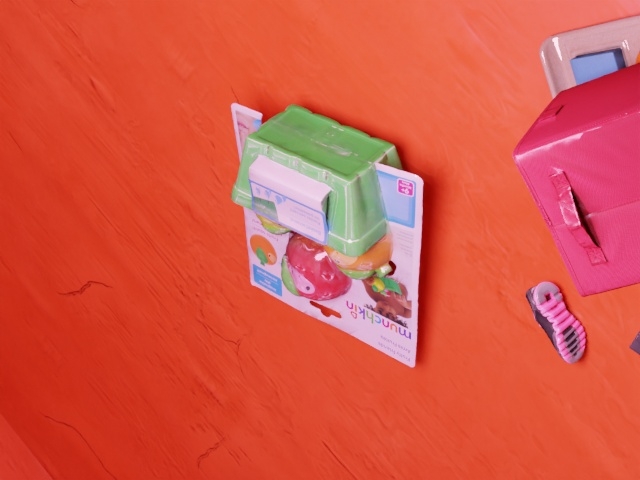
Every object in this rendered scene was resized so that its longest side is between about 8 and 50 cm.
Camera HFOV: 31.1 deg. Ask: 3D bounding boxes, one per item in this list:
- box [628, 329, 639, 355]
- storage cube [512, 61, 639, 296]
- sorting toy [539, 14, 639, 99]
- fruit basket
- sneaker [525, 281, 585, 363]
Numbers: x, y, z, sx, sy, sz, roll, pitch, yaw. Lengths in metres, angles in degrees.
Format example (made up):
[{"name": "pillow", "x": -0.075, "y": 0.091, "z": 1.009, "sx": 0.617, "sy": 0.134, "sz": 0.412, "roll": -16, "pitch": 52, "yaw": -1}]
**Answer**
[{"name": "box", "x": 0.427, "y": 0.113, "z": 1.398, "sx": 0.062, "sy": 0.083, "sz": 0.052, "roll": 37, "pitch": 134, "yaw": 20}, {"name": "storage cube", "x": 0.349, "y": -0.081, "z": 1.216, "sx": 0.193, "sy": 0.215, "sz": 0.184, "roll": -18, "pitch": 107, "yaw": 37}, {"name": "sorting toy", "x": 0.390, "y": -0.108, "z": 1.334, "sx": 0.229, "sy": 0.041, "sz": 0.307, "roll": -7, "pitch": 109, "yaw": 44}, {"name": "fruit basket", "x": 0.000, "y": 0.000, "z": 1.663, "sx": 0.327, "sy": 0.165, "sz": 0.353, "roll": 26, "pitch": 132, "yaw": 29}, {"name": "sneaker", "x": 0.311, "y": 0.109, "z": 1.539, "sx": 0.119, "sy": 0.047, "sz": 0.057, "roll": 64, "pitch": 158, "yaw": -6}]
